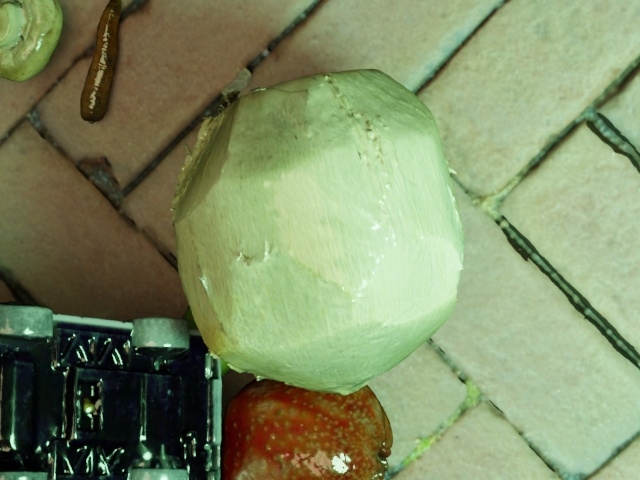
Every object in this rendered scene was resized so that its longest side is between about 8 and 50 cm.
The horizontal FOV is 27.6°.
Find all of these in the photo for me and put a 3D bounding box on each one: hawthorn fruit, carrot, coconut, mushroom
[{"bbox_3d":[-0.042,0.247,1.586,0.253,0.205,0.205,11,98,13],"label":"hawthorn fruit"},{"bbox_3d":[-0.272,-0.227,1.638,0.035,0.035,0.165,15,96,5],"label":"carrot"},{"bbox_3d":[0.000,0.000,1.471,0.346,0.346,0.360,-13,91,9],"label":"coconut"},{"bbox_3d":[-0.390,-0.264,1.609,0.148,0.112,0.148,0,96,-1],"label":"mushroom"}]

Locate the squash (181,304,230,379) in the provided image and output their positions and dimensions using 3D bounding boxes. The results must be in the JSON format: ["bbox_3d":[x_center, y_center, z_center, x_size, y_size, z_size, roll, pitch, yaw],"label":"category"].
[{"bbox_3d":[-0.159,0.154,1.642,0.095,0.095,0.188,35,106,2],"label":"squash"}]

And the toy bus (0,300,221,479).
[{"bbox_3d":[-0.333,0.183,1.435,0.249,0.440,0.209,-8,78,38],"label":"toy bus"}]
